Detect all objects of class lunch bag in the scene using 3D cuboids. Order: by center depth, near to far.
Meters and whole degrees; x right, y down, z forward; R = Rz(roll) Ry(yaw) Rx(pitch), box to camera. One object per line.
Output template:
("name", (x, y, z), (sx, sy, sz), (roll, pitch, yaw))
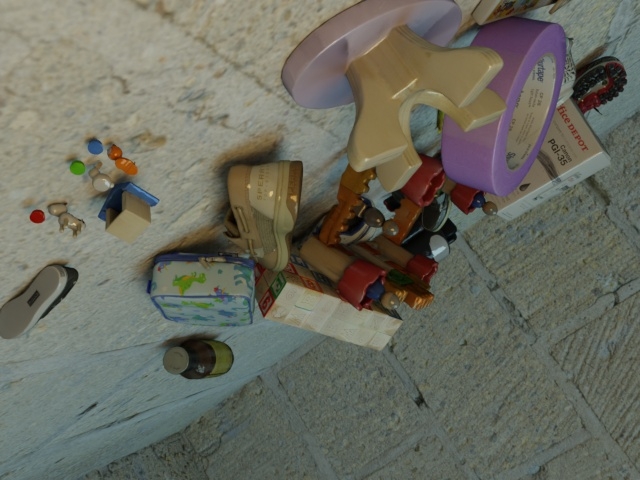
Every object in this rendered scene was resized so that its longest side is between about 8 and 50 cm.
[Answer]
("lunch bag", (-0.202, 0.089, 1.037), (0.176, 0.090, 0.219), (1, 160, -4))

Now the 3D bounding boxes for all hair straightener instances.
("hair straightener", (0.261, -0.142, 1.518), (0.230, 0.047, 0.089), (-24, 164, -36))

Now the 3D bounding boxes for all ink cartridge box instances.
("ink cartridge box", (0.524, -0.211, 1.465), (0.283, 0.207, 0.117), (-33, 155, 27))

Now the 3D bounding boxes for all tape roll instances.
("tape roll", (0.298, -0.214, 0.960), (0.275, 0.090, 0.275), (-38, 140, -40))

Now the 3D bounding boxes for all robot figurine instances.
("robot figurine", (0.304, 0.017, 1.932), (0.278, 0.209, 0.173), (-33, -156, -4))

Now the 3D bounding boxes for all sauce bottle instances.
("sauce bottle", (-0.333, 0.326, 1.641), (0.111, 0.111, 0.344), (-34, 167, -1))

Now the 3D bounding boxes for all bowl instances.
("bowl", (0.513, -0.341, 1.338), (0.170, 0.080, 0.170), (-32, 166, -9))

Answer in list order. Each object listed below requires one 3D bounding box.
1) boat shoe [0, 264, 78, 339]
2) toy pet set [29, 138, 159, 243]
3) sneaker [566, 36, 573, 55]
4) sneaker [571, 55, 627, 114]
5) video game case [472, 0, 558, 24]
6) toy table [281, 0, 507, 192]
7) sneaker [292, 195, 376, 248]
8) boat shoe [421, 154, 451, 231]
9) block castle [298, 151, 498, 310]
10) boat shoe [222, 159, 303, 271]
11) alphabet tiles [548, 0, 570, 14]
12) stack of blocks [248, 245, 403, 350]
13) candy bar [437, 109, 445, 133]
("boat shoe", (-0.380, 0.085, 0.804), (0.142, 0.049, 0.040), (-40, 166, 17))
("toy pet set", (-0.238, -0.057, 0.663), (0.122, 0.065, 0.114), (-41, 130, 18))
("sneaker", (0.481, -0.376, 1.224), (0.069, 0.038, 0.098), (-20, 162, -43))
("sneaker", (0.647, -0.356, 1.547), (0.299, 0.121, 0.112), (-34, -161, 34))
("video game case", (0.338, -0.404, 0.816), (0.206, 0.026, 0.227), (-26, 166, -31))
("toy table", (0.106, -0.190, 0.737), (0.274, 0.161, 0.252), (-28, 165, -20))
("sneaker", (0.000, 0.000, 1.321), (0.296, 0.112, 0.131), (-39, 160, -14))
("boat shoe", (0.286, -0.121, 1.477), (0.073, 0.080, 0.224), (-12, 129, -38))
("block castle", (0.180, -0.022, 1.190), (0.303, 0.213, 0.453), (-61, 158, 13))
("boat shoe", (-0.096, -0.039, 0.944), (0.110, 0.122, 0.341), (5, 159, -6))
("alphabet tiles", (0.460, -0.456, 0.878), (0.198, 0.009, 0.237), (-37, 172, -28))
("stack of blocks", (0.005, 0.110, 1.217), (0.297, 0.171, 0.087), (22, 110, -32))
("candy bar", (0.247, -0.249, 1.170), (0.040, 0.018, 0.161), (-35, 168, 3))
